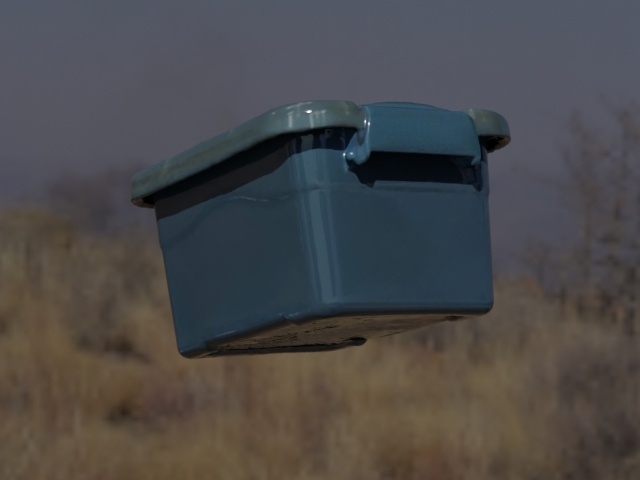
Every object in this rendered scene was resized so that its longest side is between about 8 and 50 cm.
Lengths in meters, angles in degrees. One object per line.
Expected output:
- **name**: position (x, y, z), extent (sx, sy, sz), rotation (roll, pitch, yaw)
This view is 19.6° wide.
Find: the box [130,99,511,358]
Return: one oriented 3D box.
- **box**: position (0.000, 0.000, 0.497), extent (0.074, 0.054, 0.099), rotation (2, -12, -33)
